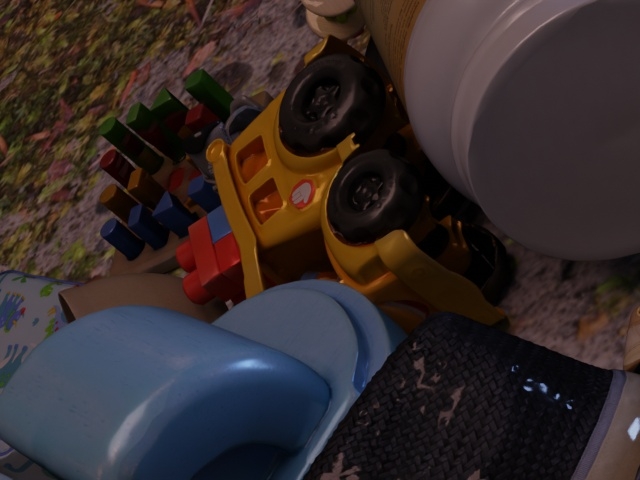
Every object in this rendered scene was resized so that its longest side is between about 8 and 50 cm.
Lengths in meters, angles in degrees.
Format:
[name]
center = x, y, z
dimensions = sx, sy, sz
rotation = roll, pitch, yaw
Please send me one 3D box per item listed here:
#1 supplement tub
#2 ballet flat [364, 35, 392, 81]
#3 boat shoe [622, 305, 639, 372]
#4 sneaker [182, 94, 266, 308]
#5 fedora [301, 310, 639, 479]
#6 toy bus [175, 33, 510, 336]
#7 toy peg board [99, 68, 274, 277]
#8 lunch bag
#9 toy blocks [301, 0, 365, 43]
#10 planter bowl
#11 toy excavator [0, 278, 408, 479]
[supplement tub]
center = 0.150, -0.153, 1.201
dimensions = 0.228, 0.228, 0.316
rotation = -39, 35, 14
[ballet flat]
center = 0.120, -0.229, 1.435
dimensions = 0.280, 0.096, 0.095
rotation = -39, 33, 14
[boat shoe]
center = 0.248, 0.033, 1.049
dimensions = 0.170, 0.063, 0.059
rotation = -26, 45, 31
[sneaker]
center = -0.065, -0.023, 1.403
dimensions = 0.086, 0.132, 0.228
rotation = -27, 38, 29
[fedora]
center = 0.058, 0.159, 0.918
dimensions = 0.334, 0.153, 0.334
rotation = -60, -4, -8
[toy bus]
center = 0.000, 0.000, 1.264
dimensions = 0.211, 0.149, 0.220
rotation = -35, 47, 15
[toy peg board]
center = -0.134, -0.060, 1.571
dimensions = 0.161, 0.079, 0.160
rotation = -25, 40, 33
[lunch bag]
center = -0.247, 0.120, 1.506
dimensions = 0.219, 0.090, 0.176
rotation = 7, 61, 52
[toy blocks]
center = 0.033, -0.213, 1.496
dimensions = 0.054, 0.148, 0.123
rotation = 24, 80, 15
[planter bowl]
center = -0.115, 0.090, 1.345
dimensions = 0.109, 0.162, 0.162
rotation = -25, 31, -12
[toy excavator]
center = -0.152, 0.160, 1.029
dimensions = 0.222, 0.445, 0.433
rotation = 16, 69, 55
